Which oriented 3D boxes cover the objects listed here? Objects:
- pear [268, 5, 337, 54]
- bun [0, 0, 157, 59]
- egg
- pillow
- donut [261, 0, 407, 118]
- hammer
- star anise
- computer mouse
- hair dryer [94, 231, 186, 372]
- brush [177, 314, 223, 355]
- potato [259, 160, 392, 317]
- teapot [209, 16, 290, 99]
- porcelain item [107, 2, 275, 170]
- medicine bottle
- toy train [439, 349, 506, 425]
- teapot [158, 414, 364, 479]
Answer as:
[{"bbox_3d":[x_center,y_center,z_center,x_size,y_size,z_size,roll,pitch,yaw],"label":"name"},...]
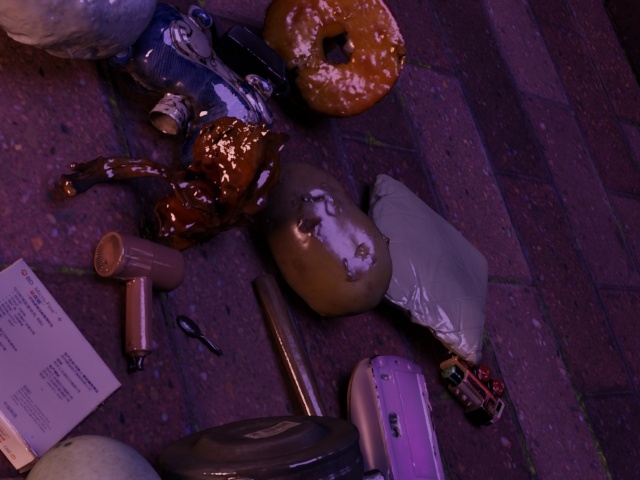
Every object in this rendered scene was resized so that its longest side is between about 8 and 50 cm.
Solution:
[{"bbox_3d":[-0.015,-0.400,2.022,0.141,0.104,0.141,33,39,-31],"label":"pear"},{"bbox_3d":[-0.379,-0.395,1.506,0.354,0.194,0.354,28,47,-35],"label":"bun"},{"bbox_3d":[-0.230,0.321,1.179,0.169,0.169,0.236,8,61,-47],"label":"egg"},{"bbox_3d":[0.175,0.049,1.931,0.281,0.076,0.274,37,39,-19],"label":"pillow"},{"bbox_3d":[0.021,-0.332,1.916,0.253,0.253,0.118,51,-5,-11],"label":"donut"},{"bbox_3d":[-0.018,0.211,1.607,0.111,0.043,0.365,-10,67,-30],"label":"hammer"},{"bbox_3d":[-0.180,-0.082,1.522,0.346,0.237,0.148,-8,57,-28],"label":"star anise"},{"bbox_3d":[0.118,0.322,1.673,0.158,0.072,0.310,14,57,-41],"label":"computer mouse"},{"bbox_3d":[-0.232,0.084,1.454,0.117,0.064,0.181,20,58,-43],"label":"hair dryer"},{"bbox_3d":[-0.164,0.130,1.534,0.083,0.008,0.024,44,35,-18],"label":"brush"},{"bbox_3d":[0.000,0.000,1.709,0.262,0.165,0.165,51,36,1],"label":"potato"},{"bbox_3d":[-0.119,-0.297,1.830,0.177,0.087,0.096,37,39,-19],"label":"teapot"},{"bbox_3d":[-0.197,-0.212,1.662,0.288,0.138,0.186,46,55,-24],"label":"porcelain item"},{"bbox_3d":[-0.339,0.137,1.285,0.201,0.052,0.171,53,36,-7],"label":"medicine bottle"},{"bbox_3d":[0.257,0.247,1.912,0.138,0.050,0.087,46,43,-13],"label":"toy train"},{"bbox_3d":[-0.046,0.340,1.293,0.240,0.321,0.239,-9,94,-18],"label":"teapot"}]
